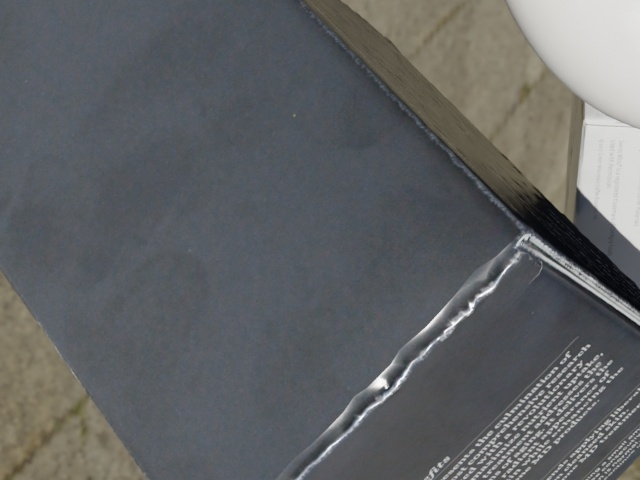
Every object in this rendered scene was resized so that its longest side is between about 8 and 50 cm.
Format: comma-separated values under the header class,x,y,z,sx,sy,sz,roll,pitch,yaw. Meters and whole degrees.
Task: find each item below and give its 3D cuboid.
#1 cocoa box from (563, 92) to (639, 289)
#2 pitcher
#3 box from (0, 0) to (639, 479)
class,x,y,z,sx,sy,sz,roll,pitch,yaw
cocoa box,0.353,-0.067,1.440,0.347,0.231,0.228,84,11,-49
pitcher,0.149,-0.168,0.734,0.178,0.207,0.125,-46,-176,-20
box,0.000,0.000,1.187,0.297,0.480,0.472,-46,149,8
